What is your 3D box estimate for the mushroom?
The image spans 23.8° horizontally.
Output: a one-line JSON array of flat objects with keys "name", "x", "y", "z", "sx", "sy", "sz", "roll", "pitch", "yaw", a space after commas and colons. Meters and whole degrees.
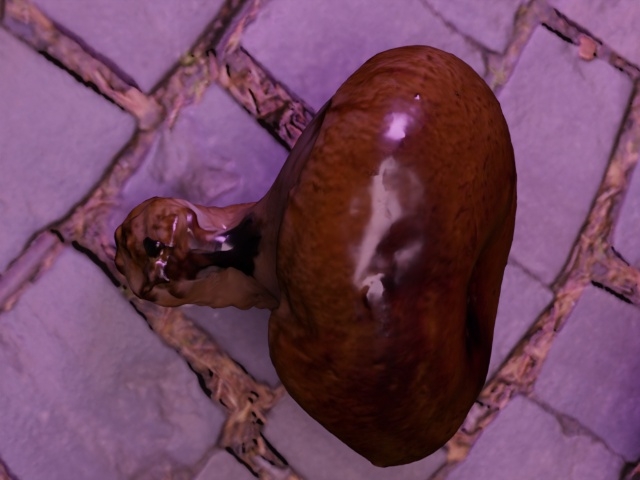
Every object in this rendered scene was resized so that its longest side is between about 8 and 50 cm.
[{"name": "mushroom", "x": 0.034, "y": -0.008, "z": 1.009, "sx": 0.254, "sy": 0.267, "sz": 0.267, "roll": 41, "pitch": 86, "yaw": 14}]
